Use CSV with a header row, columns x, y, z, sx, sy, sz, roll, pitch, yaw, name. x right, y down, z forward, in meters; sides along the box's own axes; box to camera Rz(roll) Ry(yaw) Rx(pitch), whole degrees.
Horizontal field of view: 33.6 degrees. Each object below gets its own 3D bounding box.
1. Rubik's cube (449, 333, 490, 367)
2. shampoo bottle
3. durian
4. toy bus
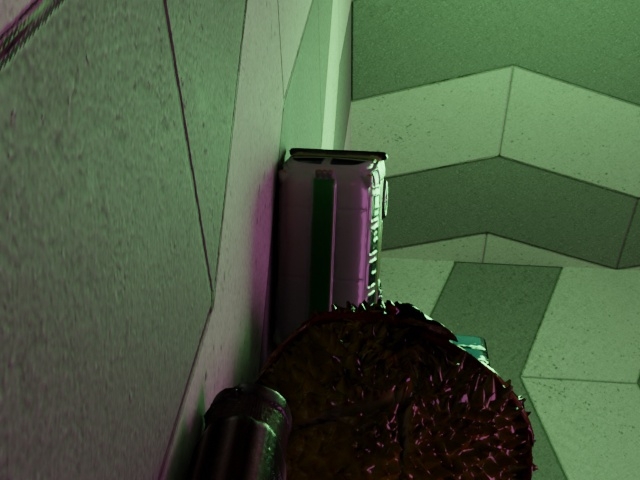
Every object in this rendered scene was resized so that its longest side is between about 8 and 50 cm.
x,y,z,sx,sy,sz,roll,pitch,yaw,name
0.126,0.362,1.926,0.337,0.345,0.343,-73,167,-76,Rubik's cube
-0.073,0.227,0.773,0.323,0.084,0.129,-82,177,-60,shampoo bottle
0.070,0.229,1.187,0.384,0.348,0.347,-2,95,-70,durian
0.012,0.034,1.431,0.179,0.143,0.305,-54,148,-79,toy bus
